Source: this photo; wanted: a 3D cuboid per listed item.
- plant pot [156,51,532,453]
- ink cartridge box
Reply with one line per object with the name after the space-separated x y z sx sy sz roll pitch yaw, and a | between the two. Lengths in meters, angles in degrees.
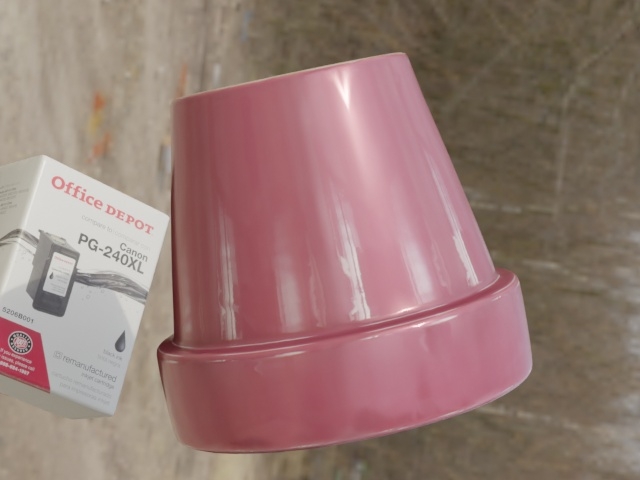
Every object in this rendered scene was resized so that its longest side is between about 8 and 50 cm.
0.000 0.000 0.793 0.201 0.201 0.180 -53 131 -81 | plant pot
-0.178 0.032 0.997 0.063 0.109 0.150 -11 -121 49 | ink cartridge box
